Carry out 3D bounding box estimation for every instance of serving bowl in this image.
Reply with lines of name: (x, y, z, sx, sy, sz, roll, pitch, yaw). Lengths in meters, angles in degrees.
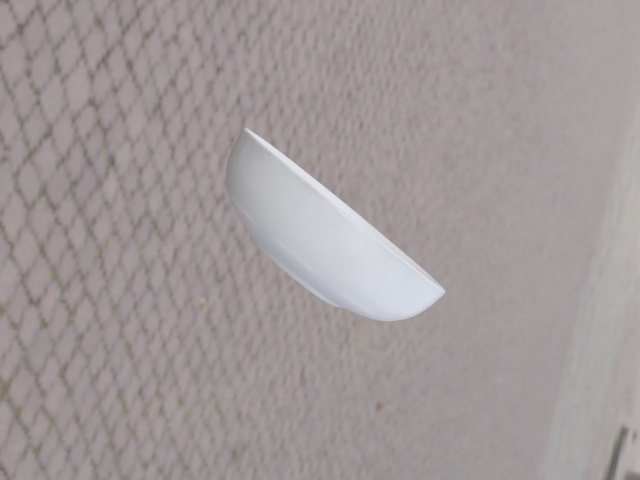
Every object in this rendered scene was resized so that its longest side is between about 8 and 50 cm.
serving bowl: (0.000, 0.000, 0.421, 0.027, 0.083, 0.083, -52, 163, 4)
